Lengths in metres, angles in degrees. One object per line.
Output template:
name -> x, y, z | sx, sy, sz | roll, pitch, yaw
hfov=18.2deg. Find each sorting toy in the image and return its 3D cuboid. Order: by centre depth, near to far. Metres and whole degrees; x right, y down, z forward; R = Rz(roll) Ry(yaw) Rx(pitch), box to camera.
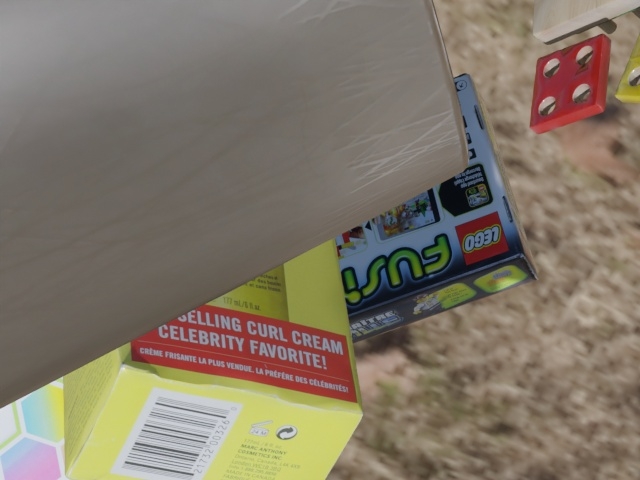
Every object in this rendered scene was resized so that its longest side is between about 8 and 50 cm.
sorting toy -> 0.184, -0.169, 1.097 | 0.132, 0.046, 0.275 | -22, 48, 40

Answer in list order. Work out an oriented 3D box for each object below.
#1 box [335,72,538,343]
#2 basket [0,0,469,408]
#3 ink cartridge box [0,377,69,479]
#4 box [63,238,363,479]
box -> 0.000, 0.000, 1.056 | 0.207, 0.036, 0.114 | -19, 63, 11
basket -> -0.097, -0.038, 0.392 | 0.227, 0.204, 0.154 | -17, 18, 2
ink cartridge box -> -0.159, 0.114, 1.315 | 0.209, 0.109, 0.062 | -28, 17, 4
box -> -0.046, -0.014, 0.705 | 0.232, 0.087, 0.058 | -97, 28, -46
